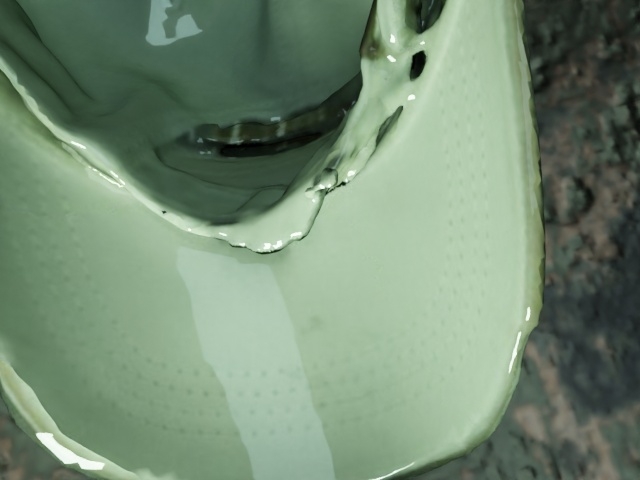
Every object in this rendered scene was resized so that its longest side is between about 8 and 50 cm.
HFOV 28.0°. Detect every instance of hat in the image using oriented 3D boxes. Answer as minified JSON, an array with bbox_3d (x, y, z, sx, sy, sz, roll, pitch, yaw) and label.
[{"bbox_3d":[-0.014,-0.053,0.495,0.257,0.168,0.301,-16,83,17],"label":"hat"}]
